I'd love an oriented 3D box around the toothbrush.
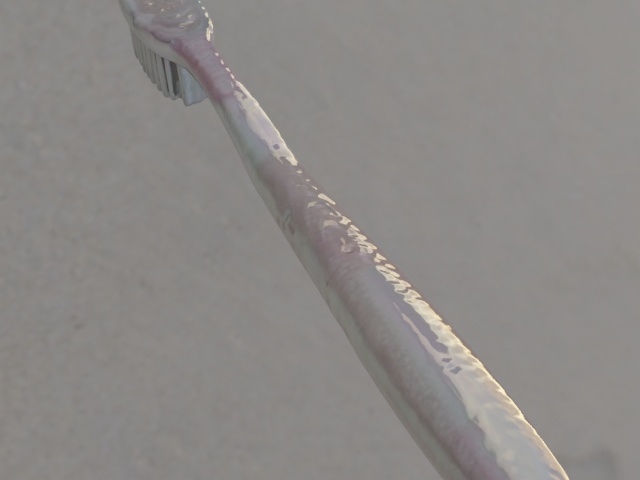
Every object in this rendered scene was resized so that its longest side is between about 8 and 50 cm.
[{"bbox_3d":[0.000,0.000,0.507,0.307,0.025,0.030,-127,-156,-49],"label":"toothbrush"}]
